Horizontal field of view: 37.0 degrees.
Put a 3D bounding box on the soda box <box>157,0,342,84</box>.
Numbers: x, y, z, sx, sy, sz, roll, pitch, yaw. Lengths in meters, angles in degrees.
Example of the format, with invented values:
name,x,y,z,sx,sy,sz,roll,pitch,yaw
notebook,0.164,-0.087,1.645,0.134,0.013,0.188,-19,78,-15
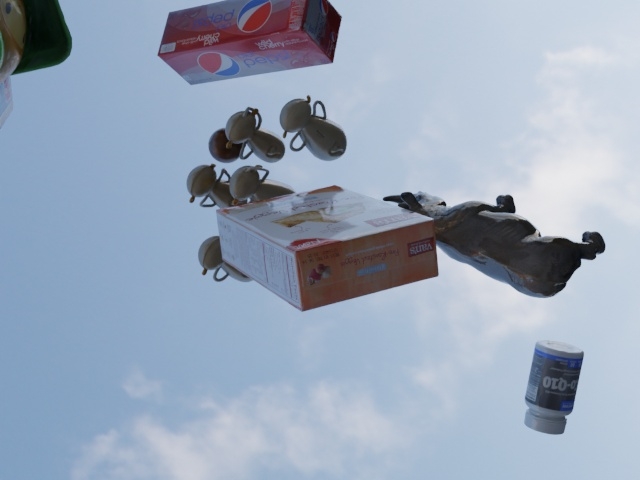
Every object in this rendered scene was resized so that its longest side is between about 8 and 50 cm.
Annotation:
name,x,y,z,sx,sy,sz,roll,pitch,yaw
soda box,-0.105,-0.299,1.404,0.092,0.263,0.083,39,-124,-51

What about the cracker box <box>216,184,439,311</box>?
name,x,y,z,sx,sy,sz,roll,pitch,yaw
cracker box,0.000,0.000,1.026,0.156,0.232,0.067,-13,-72,-23

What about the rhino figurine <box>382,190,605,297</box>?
name,x,y,z,sx,sy,sz,roll,pitch,yaw
rhino figurine,0.170,-0.009,1.024,0.106,0.243,0.073,-29,-45,-49

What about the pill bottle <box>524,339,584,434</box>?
name,x,y,z,sx,sy,sz,roll,pitch,yaw
pill bottle,0.369,0.234,1.524,0.078,0.078,0.137,4,-81,-30

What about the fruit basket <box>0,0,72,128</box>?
name,x,y,z,sx,sy,sz,roll,pitch,yaw
fruit basket,-0.262,-0.201,0.629,0.166,0.353,0.326,-15,-67,-8

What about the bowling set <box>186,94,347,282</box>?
name,x,y,z,sx,sy,sz,roll,pitch,yaw
bowling set,-0.122,-0.098,1.345,0.287,0.200,0.154,-57,-30,2
